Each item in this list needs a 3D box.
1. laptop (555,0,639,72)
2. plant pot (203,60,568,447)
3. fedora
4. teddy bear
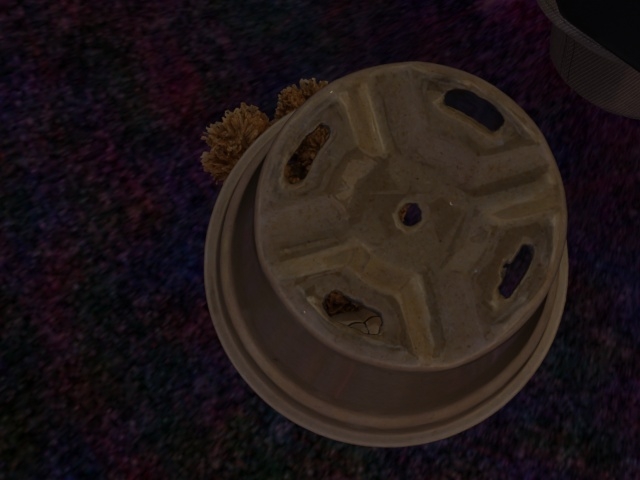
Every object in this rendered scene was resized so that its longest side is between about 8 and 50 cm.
[{"bbox_3d":[0.264,-0.117,0.503,0.234,0.264,0.136,-55,49,24],"label":"laptop"},{"bbox_3d":[0.063,0.003,1.094,0.334,0.305,0.334,0,82,-1],"label":"plant pot"},{"bbox_3d":[0.315,-0.199,1.236,0.244,0.275,0.124,48,148,32],"label":"fedora"},{"bbox_3d":[0.000,0.000,1.414,0.113,0.245,0.338,1,98,54],"label":"teddy bear"}]
